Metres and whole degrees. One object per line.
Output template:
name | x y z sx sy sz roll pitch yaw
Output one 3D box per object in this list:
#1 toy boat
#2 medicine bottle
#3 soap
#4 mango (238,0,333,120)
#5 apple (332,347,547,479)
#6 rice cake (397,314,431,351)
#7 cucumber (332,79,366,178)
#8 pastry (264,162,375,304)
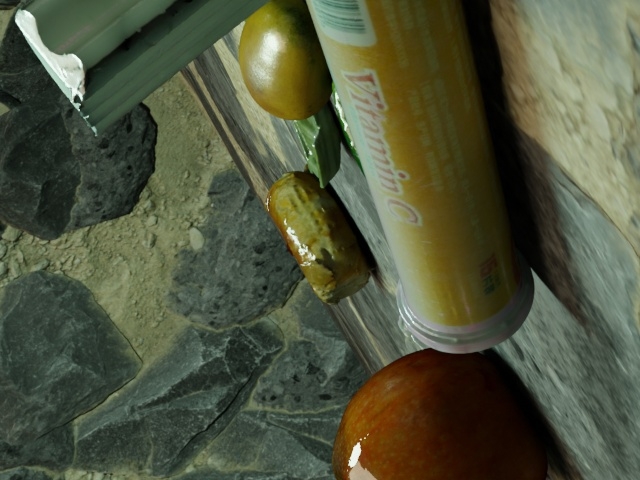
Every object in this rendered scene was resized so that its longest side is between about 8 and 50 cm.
toy boat | -0.042 -0.196 1.563 0.293 0.055 0.093 62 176 -30
medicine bottle | 0.068 -0.079 0.895 0.108 0.108 0.426 56 172 37
soap | -0.126 -0.216 1.160 0.094 0.261 0.150 50 173 6
mango | -0.034 -0.189 1.357 0.111 0.089 0.163 44 158 29
apple | 0.123 0.228 1.463 0.230 0.230 0.230 59 175 8
rice cake | 0.175 0.182 1.598 0.270 0.055 0.049 56 179 16
cucumber | 0.047 -0.097 1.346 0.168 0.039 0.039 64 174 -20
pastry | 0.000 0.000 2.038 0.218 0.100 0.229 62 176 -21
